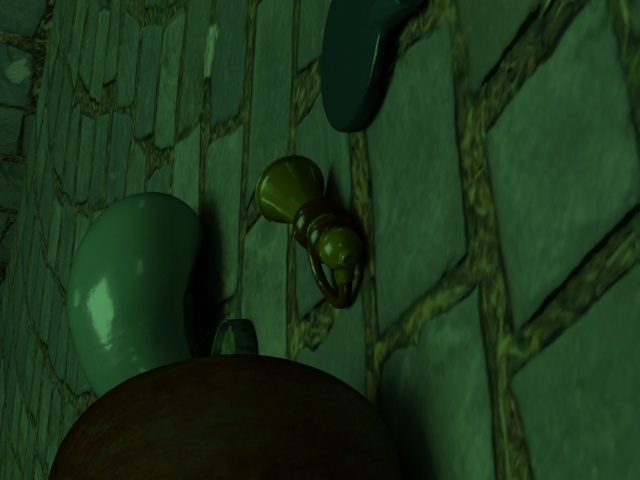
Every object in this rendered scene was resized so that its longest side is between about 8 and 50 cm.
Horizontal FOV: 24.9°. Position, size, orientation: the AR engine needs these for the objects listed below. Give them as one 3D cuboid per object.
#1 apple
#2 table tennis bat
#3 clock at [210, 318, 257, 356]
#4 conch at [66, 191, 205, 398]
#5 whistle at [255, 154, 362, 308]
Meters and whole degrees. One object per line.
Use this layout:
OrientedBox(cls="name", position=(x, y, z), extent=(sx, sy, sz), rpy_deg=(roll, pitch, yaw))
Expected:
OrientedBox(cls="apple", position=(-0.049, 0.153, 0.737), extent=(0.188, 0.174, 0.188), rpy_deg=(-178, 90, -72))
OrientedBox(cls="table tennis bat", position=(0.025, -0.118, 0.831), extent=(0.155, 0.019, 0.100), rpy_deg=(143, 130, -70))
OrientedBox(cls="clock", position=(-0.065, 0.099, 1.072), extent=(0.085, 0.017, 0.085), rpy_deg=(-176, 90, -73))
OrientedBox(cls="conch", position=(-0.146, 0.070, 1.218), extent=(0.185, 0.121, 0.221), rpy_deg=(52, -149, -70))
OrientedBox(cls="whistle", position=(-0.005, -0.001, 0.863), extent=(0.057, 0.046, 0.109), rpy_deg=(-63, 30, 20))
